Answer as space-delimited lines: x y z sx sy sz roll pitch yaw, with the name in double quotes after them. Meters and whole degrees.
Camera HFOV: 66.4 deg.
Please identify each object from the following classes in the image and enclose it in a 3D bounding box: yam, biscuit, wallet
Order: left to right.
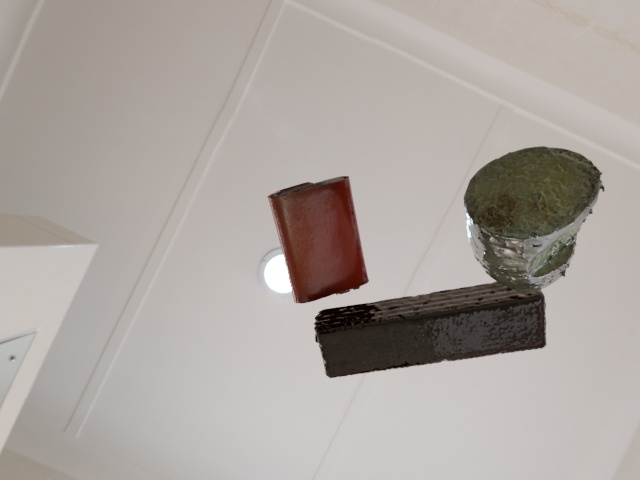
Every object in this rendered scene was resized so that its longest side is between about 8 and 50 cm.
0.000 0.000 0.848 0.143 0.045 0.204 -16 -69 -9 "wallet"
0.180 0.152 0.835 0.389 0.073 0.107 -10 -69 7 "biscuit"
0.274 -0.022 0.665 0.154 0.254 0.153 -6 -111 17 "yam"
